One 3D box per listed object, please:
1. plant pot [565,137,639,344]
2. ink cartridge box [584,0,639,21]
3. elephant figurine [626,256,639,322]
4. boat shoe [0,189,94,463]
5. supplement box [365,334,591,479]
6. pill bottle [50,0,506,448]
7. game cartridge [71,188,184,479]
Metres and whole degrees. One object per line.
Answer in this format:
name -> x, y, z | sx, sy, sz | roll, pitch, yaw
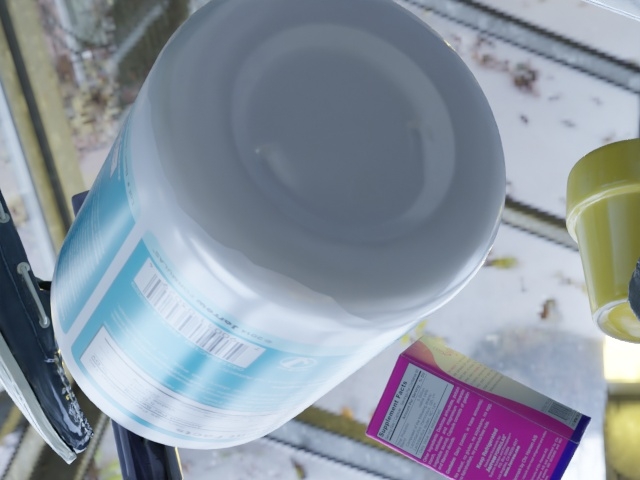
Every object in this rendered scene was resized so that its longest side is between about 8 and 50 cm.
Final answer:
plant pot -> 0.485, 0.013, 1.889 | 0.254, 0.254, 0.239 | 0, -120, 16
ink cartridge box -> 0.292, -0.210, 0.929 | 0.219, 0.092, 0.160 | 23, -142, 13
elephant figurine -> 0.378, 0.023, 1.263 | 0.239, 0.169, 0.186 | 33, -159, 15
boat shoe -> -0.222, 0.045, 0.942 | 0.079, 0.254, 0.095 | -33, -164, -23
supplement box -> 0.180, 0.211, 1.474 | 0.220, 0.114, 0.111 | 27, -165, 14
pill bottle -> -0.038, 0.008, 0.581 | 0.146, 0.146, 0.264 | -32, 174, -30
game cartridge -> -0.168, 0.157, 1.197 | 0.068, 0.230, 0.355 | -10, -121, -12
